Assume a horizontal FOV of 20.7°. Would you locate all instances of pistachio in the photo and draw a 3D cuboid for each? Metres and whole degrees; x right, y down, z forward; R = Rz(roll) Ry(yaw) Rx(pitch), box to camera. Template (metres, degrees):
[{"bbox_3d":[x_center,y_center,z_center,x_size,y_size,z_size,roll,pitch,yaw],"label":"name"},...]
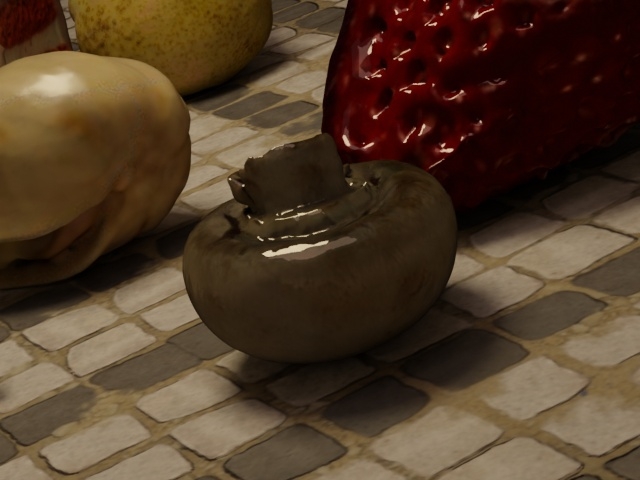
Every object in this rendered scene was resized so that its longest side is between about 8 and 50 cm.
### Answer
[{"bbox_3d":[-0.281,-0.075,1.764,0.321,0.229,0.238,-23,45,13],"label":"pistachio"}]

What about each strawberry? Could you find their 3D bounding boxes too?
[{"bbox_3d":[0.154,-0.162,1.634,0.345,0.317,0.295,-54,-12,-8],"label":"strawberry"}]

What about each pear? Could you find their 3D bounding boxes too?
[{"bbox_3d":[-0.194,-0.302,2.270,0.271,0.271,0.271,-15,21,6],"label":"pear"}]

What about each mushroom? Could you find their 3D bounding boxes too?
[{"bbox_3d":[0.000,0.000,1.401,0.226,0.178,0.226,-7,17,2],"label":"mushroom"}]

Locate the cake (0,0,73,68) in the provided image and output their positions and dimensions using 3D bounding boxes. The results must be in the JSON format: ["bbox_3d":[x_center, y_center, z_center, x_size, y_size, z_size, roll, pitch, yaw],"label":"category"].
[{"bbox_3d":[-0.450,-0.214,2.194,0.230,0.237,0.309,-14,17,14],"label":"cake"}]
